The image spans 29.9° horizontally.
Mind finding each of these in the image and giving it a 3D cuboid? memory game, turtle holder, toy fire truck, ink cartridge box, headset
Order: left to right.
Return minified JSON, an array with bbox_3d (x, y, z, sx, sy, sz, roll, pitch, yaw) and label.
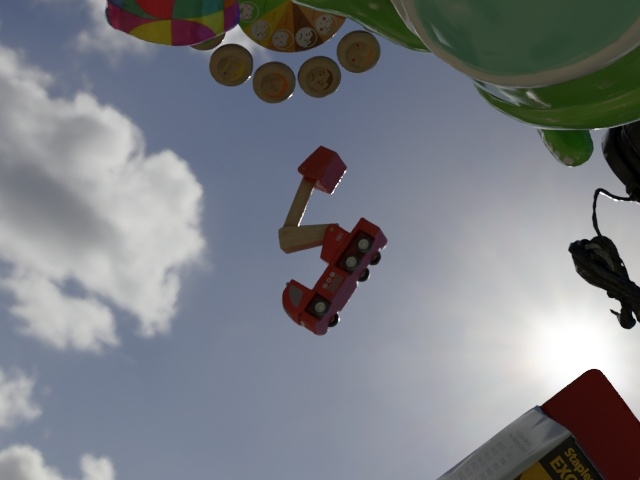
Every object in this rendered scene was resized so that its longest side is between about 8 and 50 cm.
[{"bbox_3d":[-0.024,-0.193,0.962,0.186,0.012,0.186,-3,-57,-5],"label":"memory game"},{"bbox_3d":[0.000,0.000,1.383,0.135,0.192,0.047,31,-9,26],"label":"toy fire truck"},{"bbox_3d":[0.129,-0.203,0.684,0.227,0.243,0.320,33,1,-33],"label":"turtle holder"},{"bbox_3d":[0.255,0.322,1.126,0.309,0.272,0.130,52,0,-7],"label":"ink cartridge box"},{"bbox_3d":[0.373,-0.087,1.124,0.185,0.394,0.243,43,-23,11],"label":"headset"}]

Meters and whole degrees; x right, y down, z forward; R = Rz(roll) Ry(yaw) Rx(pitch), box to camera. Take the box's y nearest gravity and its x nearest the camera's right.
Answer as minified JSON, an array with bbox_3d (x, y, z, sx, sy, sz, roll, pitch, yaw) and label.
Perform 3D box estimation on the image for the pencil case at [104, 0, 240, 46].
[{"bbox_3d":[-0.101,-0.247,0.800,0.104,0.104,0.236,17,-56,22],"label":"pencil case"}]
